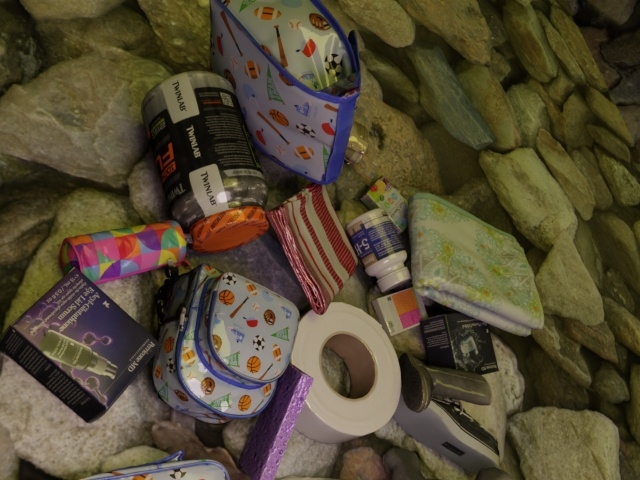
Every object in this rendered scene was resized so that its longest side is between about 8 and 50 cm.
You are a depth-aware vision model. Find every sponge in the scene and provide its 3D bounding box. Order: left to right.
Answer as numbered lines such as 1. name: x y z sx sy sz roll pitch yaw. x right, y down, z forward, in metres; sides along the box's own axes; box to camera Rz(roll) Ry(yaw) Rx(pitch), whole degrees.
1. sponge: -0.081 0.332 1.210 0.031 0.117 0.210 26 81 -20

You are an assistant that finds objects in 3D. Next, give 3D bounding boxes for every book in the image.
1. book: 0.200 0.175 1.630 0.144 0.035 0.096 -12 78 -41

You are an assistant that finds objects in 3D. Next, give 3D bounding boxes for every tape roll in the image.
1. tape roll: 0.034 0.277 1.399 0.286 0.100 0.286 18 55 -28

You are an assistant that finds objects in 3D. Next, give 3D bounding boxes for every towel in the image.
1. towel: 0.000 0.000 1.459 0.237 0.037 0.329 65 22 -8
2. towel: 0.391 0.058 1.695 0.374 0.090 0.321 22 39 -18

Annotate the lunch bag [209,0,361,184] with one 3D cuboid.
1. lunch bag: -0.058 -0.344 1.448 0.238 0.328 0.385 -30 69 -20

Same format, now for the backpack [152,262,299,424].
1. backpack: -0.175 0.199 1.223 0.276 0.213 0.264 27 62 -26

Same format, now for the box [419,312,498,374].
1. box: 0.344 0.261 1.636 0.155 0.093 0.159 -1 75 -38

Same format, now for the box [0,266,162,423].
1. box: -0.403 0.177 1.116 0.207 0.108 0.153 43 47 -9

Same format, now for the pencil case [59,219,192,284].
1. pencil case: -0.362 0.023 1.243 0.236 0.104 0.105 -12 73 -39

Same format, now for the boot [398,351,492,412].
1. boot: 0.279 0.329 1.443 0.208 0.076 0.190 25 25 -15

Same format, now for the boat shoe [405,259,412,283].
1. boat shoe: 0.289 0.083 1.723 0.227 0.069 0.081 -10 58 -41

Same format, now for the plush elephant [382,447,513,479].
1. plush elephant: 0.235 0.606 1.284 0.271 0.256 0.330 7 13 9

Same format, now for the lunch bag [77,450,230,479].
1. lunch bag: -0.273 0.471 1.047 0.303 0.115 0.243 4 61 -35

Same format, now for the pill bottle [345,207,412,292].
1. pill bottle: 0.147 0.026 1.619 0.112 0.112 0.187 -15 75 -42

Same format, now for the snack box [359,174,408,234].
1. snack box: 0.182 -0.093 1.765 0.141 0.037 0.100 47 48 -6

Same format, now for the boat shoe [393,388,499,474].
1. boat shoe: 0.291 0.414 1.508 0.306 0.113 0.105 34 41 -9

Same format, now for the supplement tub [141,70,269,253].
1. supplement tub: -0.233 -0.158 1.369 0.207 0.207 0.338 -6 69 -39

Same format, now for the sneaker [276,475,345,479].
1. sneaker: -0.004 0.482 1.256 0.212 0.094 0.080 7 63 -34

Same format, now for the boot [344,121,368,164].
1. boot: 0.021 -0.245 1.695 0.203 0.095 0.262 31 48 -22
